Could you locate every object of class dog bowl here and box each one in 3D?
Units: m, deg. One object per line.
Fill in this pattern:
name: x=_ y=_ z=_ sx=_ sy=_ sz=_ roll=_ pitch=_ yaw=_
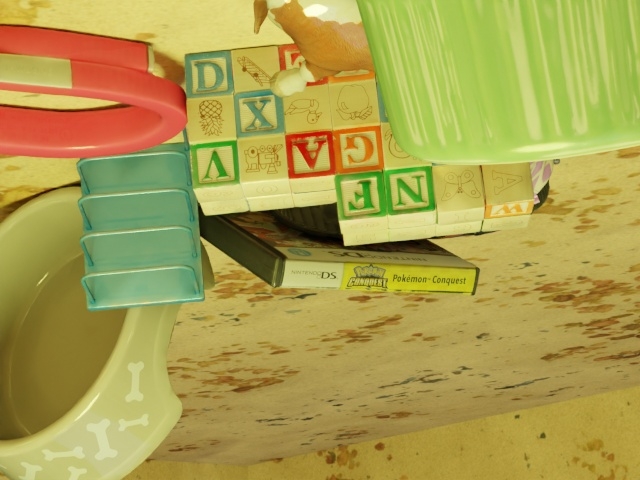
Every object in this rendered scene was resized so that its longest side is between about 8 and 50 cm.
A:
dog bowl: x=-0.279 y=0.099 z=1.738 sx=0.348 sy=0.349 sz=0.102 roll=-16 pitch=148 yaw=33

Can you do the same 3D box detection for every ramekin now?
ramekin: x=0.171 y=-0.152 z=1.073 sx=0.303 sy=0.148 sz=0.303 roll=-10 pitch=-168 yaw=2

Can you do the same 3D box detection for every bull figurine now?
bull figurine: x=0.053 y=-0.175 z=1.272 sx=0.310 sy=0.101 sz=0.188 roll=4 pitch=170 yaw=-13

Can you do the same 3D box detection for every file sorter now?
file sorter: x=-0.182 y=-0.030 z=1.592 sx=0.118 sy=0.170 sz=0.104 roll=-5 pitch=161 yaw=-3

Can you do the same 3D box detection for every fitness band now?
fitness band: x=-0.261 y=-0.128 z=1.434 sx=0.290 sy=0.054 sz=0.209 roll=5 pitch=164 yaw=-31

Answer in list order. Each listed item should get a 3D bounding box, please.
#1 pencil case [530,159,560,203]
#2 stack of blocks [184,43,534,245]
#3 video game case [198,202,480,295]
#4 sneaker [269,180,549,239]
pencil case: x=0.175 y=-0.095 z=1.628 sx=0.086 sy=0.088 sz=0.206 roll=-14 pitch=162 yaw=22
stack of blocks: x=0.033 y=-0.089 z=1.445 sx=0.297 sy=0.171 sz=0.087 roll=-5 pitch=165 yaw=1
video game case: x=0.000 y=0.000 z=1.763 sx=0.248 sy=0.035 sz=0.275 roll=3 pitch=-165 yaw=-29
sneaker: x=0.084 y=-0.039 z=1.760 sx=0.319 sy=0.112 sz=0.131 roll=1 pitch=163 yaw=-15
